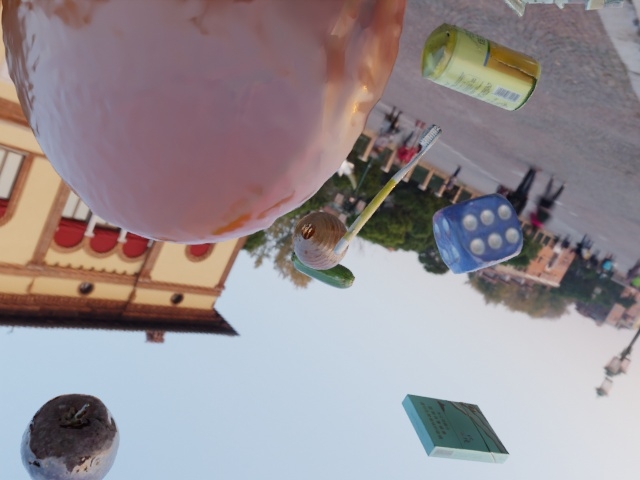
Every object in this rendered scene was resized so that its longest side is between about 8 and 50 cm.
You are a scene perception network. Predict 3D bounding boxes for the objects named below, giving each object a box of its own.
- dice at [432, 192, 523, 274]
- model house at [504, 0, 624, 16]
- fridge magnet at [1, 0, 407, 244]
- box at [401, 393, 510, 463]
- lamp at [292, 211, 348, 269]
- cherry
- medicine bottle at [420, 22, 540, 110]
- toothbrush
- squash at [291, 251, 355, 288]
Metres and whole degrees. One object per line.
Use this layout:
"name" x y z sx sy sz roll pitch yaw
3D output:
"dice" 0.326 -0.013 1.134 0.143 0.147 0.146 -18 176 -10
"model house" 0.440 -0.536 0.944 0.215 0.224 0.198 9 176 20
"fridge magnet" -0.103 -0.178 0.403 0.363 0.364 0.155 30 -157 22
"box" 0.323 0.452 1.299 0.229 0.041 0.162 16 -155 -24
"lamp" 0.000 0.000 1.251 0.136 0.136 0.136 25 -170 -5
"cherry" -0.485 0.405 1.060 0.195 0.195 0.195 25 -170 -5
"medicine bottle" 0.322 -0.360 1.117 0.238 0.124 0.124 17 -168 -13
"toothbrush" 0.115 -0.089 0.950 0.024 0.288 0.021 39 -178 -25
"squash" 0.000 0.080 1.537 0.219 0.068 0.077 25 -144 34
